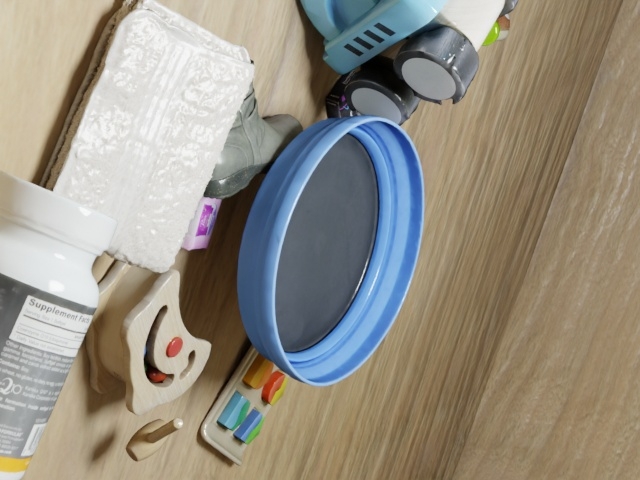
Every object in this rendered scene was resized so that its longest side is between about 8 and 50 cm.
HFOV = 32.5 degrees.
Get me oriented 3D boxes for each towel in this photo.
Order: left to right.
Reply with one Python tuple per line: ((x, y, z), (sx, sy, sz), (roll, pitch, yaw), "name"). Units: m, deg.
((-0.191, -0.112, 1.215), (0.187, 0.049, 0.282), (22, 89, -41), "towel")

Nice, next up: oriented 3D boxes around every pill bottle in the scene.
((-0.311, 0.083, 1.063), (0.278, 0.162, 0.162), (-68, 157, -4), "pill bottle")

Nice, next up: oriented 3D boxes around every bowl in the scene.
((0.021, 0.010, 1.567), (0.391, 0.077, 0.391), (-31, 129, -48), "bowl")

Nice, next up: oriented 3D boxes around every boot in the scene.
((-0.092, -0.167, 1.447), (0.246, 0.083, 0.161), (-39, 138, -52), "boot")

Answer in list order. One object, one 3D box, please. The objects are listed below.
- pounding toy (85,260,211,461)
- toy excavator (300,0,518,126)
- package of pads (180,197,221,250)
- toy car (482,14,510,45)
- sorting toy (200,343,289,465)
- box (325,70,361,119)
((-0.190, 0.150, 1.396), (0.154, 0.155, 0.269), (-40, 144, -42), "pounding toy")
((0.070, -0.401, 1.452), (0.222, 0.445, 0.433), (-59, -163, -25), "toy excavator")
((-0.162, -0.028, 1.464), (0.050, 0.032, 0.083), (-7, 116, -66), "package of pads")
((0.262, -0.445, 1.933), (0.155, 0.149, 0.188), (-43, 137, -68), "toy car")
((-0.112, 0.261, 1.822), (0.208, 0.038, 0.193), (-62, 156, -16), "sorting toy")
((0.063, -0.241, 1.789), (0.162, 0.029, 0.116), (-57, 154, -30), "box")
